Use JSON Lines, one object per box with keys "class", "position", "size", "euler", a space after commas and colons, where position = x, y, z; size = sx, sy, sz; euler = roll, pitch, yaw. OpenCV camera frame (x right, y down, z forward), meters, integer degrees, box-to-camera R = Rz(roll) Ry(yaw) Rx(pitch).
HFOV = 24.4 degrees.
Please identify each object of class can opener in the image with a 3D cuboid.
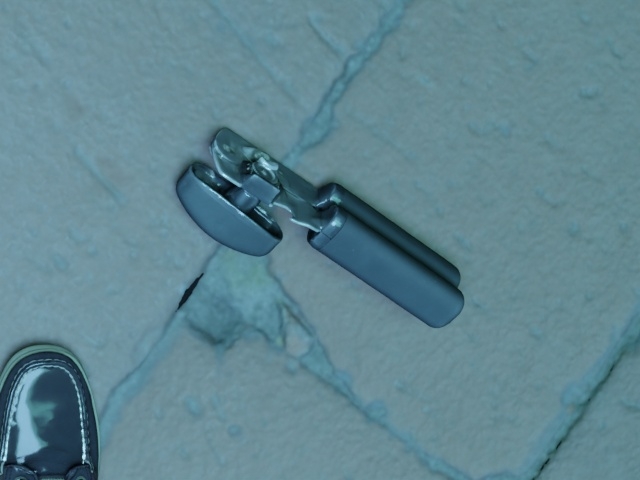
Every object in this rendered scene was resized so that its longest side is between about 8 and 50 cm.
{"class": "can opener", "position": [0.000, 0.000, 1.341], "size": [0.283, 0.076, 0.095], "euler": [34, 117, -22]}

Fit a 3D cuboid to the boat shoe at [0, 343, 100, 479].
{"class": "boat shoe", "position": [-0.233, 0.234, 1.258], "size": [0.103, 0.092, 0.285], "euler": [4, 96, -22]}
